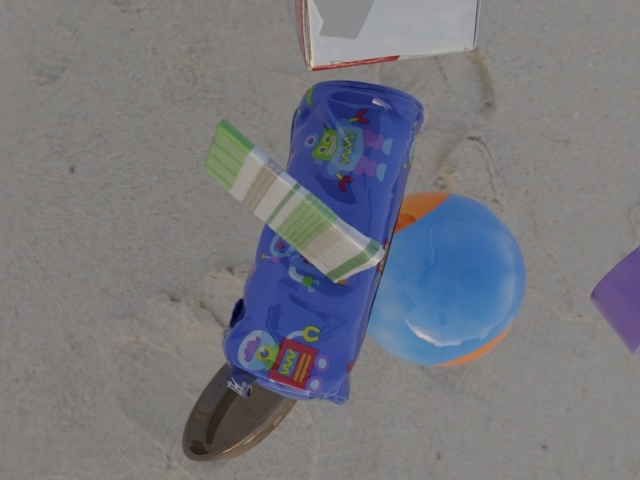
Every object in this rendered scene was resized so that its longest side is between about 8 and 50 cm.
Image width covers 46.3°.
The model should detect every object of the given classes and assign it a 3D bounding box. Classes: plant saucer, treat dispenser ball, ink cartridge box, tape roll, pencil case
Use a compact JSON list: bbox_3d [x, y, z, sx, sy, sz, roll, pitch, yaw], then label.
[{"bbox_3d":[-0.110,0.241,1.192,0.278,0.278,0.041,-48,109,-14],"label":"plant saucer"},{"bbox_3d":[0.188,0.062,1.225,0.288,0.288,0.288,-2,95,-24],"label":"treat dispenser ball"},{"bbox_3d":[0.035,-0.210,0.583,0.127,0.175,0.072,-9,132,-6],"label":"ink cartridge box"},{"bbox_3d":[0.401,0.043,0.826,0.189,0.189,0.080,-20,61,-21],"label":"tape roll"},{"bbox_3d":[0.000,0.000,0.701,0.133,0.119,0.306,15,83,11],"label":"pencil case"}]

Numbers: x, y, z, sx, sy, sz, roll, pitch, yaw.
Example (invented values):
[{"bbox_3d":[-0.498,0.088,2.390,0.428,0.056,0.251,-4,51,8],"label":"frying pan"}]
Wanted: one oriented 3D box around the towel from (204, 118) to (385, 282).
[{"bbox_3d":[-0.024,-0.029,0.583,0.152,0.113,0.023,41,72,-5],"label":"towel"}]
